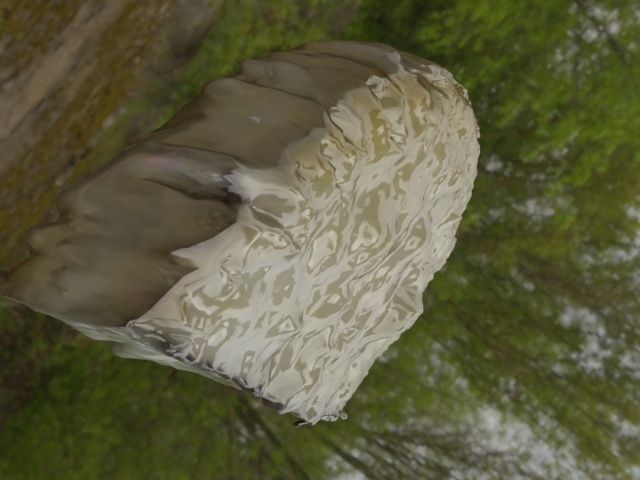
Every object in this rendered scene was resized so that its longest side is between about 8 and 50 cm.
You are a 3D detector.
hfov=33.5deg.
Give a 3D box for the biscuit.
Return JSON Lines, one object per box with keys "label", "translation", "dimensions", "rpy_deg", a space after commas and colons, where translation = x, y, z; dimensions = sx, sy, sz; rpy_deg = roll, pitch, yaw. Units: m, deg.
{"label": "biscuit", "translation": [0.000, 0.000, 0.453], "dimensions": [0.179, 0.084, 0.281], "rpy_deg": [-53, 158, 3]}
